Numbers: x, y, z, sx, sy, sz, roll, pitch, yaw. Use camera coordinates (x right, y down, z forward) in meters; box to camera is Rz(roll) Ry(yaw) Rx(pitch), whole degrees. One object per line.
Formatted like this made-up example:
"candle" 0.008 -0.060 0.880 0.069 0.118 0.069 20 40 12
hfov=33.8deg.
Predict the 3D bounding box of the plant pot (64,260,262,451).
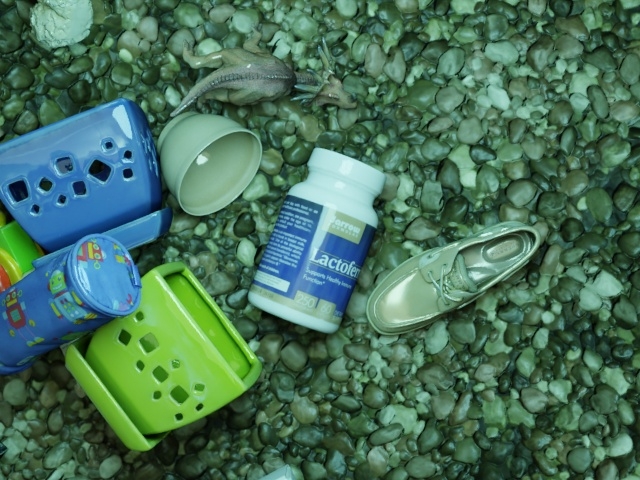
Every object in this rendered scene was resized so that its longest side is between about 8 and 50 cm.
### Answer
"plant pot" -0.244 0.182 1.609 0.207 0.227 0.228 -37 89 5

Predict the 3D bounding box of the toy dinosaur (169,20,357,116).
"toy dinosaur" -0.087 -0.251 1.622 0.200 0.296 0.127 21 118 37

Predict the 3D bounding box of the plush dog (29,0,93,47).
"plush dog" -0.426 -0.470 1.654 0.225 0.210 0.262 38 86 27

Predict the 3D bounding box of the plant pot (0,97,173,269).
"plant pot" -0.352 -0.073 1.610 0.236 0.236 0.212 -21 94 -1

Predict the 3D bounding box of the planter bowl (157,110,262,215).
"planter bowl" -0.188 -0.136 1.658 0.162 0.162 0.109 -46 63 -2

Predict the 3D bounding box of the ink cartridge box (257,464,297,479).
"ink cartridge box" -0.126 0.511 1.648 0.283 0.117 0.207 -27 89 -1

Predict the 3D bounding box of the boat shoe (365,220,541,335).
"boat shoe" 0.210 0.056 1.673 0.302 0.098 0.109 -26 89 -1

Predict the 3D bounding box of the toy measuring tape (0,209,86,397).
"toy measuring tape" -0.462 0.101 1.673 0.121 0.121 0.330 -24 103 -1

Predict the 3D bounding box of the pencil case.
"pencil case" -0.374 0.095 1.486 0.306 0.133 0.119 -28 72 38

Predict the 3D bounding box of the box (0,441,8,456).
"box" -0.616 0.334 1.668 0.180 0.077 0.147 41 88 1

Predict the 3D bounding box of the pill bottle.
"pill bottle" 0.000 0.000 1.646 0.153 0.153 0.264 21 88 0
